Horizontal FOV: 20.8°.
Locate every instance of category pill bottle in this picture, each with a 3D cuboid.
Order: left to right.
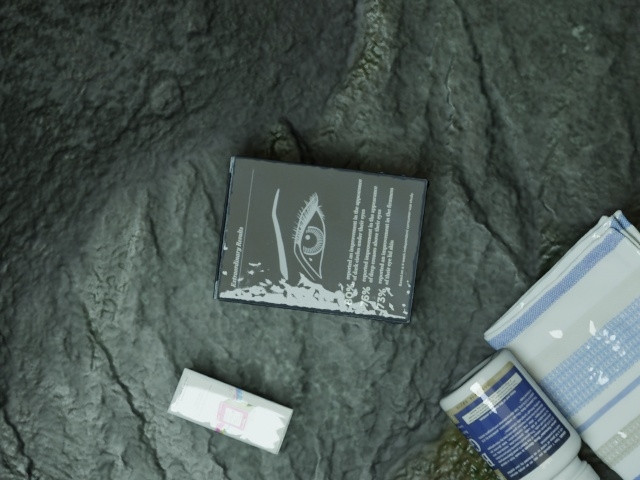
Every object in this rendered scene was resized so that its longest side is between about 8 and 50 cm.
[{"bbox_3d":[0.210,0.204,1.805,0.094,0.094,0.169,-40,88,-2],"label":"pill bottle"}]

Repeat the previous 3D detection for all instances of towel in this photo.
[{"bbox_3d":[0.328,0.133,1.795,0.285,0.034,0.209,46,117,3],"label":"towel"}]

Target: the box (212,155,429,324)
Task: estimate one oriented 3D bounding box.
[{"bbox_3d":[0.000,0.000,1.805,0.207,0.108,0.153,8,88,1],"label":"box"}]

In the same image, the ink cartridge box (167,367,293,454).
[{"bbox_3d":[-0.091,0.177,1.808,0.122,0.088,0.052,22,85,0],"label":"ink cartridge box"}]
